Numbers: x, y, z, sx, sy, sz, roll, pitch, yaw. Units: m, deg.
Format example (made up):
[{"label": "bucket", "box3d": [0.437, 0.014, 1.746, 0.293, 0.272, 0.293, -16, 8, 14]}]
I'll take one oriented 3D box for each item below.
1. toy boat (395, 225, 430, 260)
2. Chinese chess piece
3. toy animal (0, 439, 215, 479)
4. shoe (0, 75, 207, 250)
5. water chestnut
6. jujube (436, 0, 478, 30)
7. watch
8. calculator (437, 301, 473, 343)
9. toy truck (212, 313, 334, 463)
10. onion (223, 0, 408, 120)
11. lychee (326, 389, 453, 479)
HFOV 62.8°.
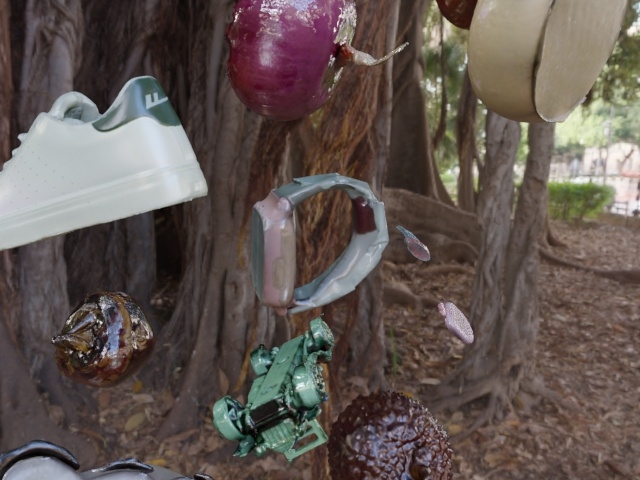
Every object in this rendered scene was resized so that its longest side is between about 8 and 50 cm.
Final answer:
[{"label": "toy boat", "box3d": [0.229, -0.002, 1.303, 0.096, 0.034, 0.122, 36, 18, -25]}, {"label": "Chinese chess piece", "box3d": [0.405, -0.375, 0.922, 0.338, 0.338, 0.140, -6, 30, -46]}, {"label": "toy animal", "box3d": [-0.202, 0.345, 0.500, 0.194, 0.357, 0.258, -25, 65, -42]}, {"label": "shoe", "box3d": [-0.316, -0.086, 0.620, 0.363, 0.160, 0.132, -11, 8, 19]}, {"label": "water chestnut", "box3d": [-0.500, 0.228, 1.197, 0.224, 0.223, 0.238, 6, -18, 27]}, {"label": "jujube", "box3d": [0.352, -0.584, 1.141, 0.190, 0.255, 0.190, 21, -26, 11]}, {"label": "watch", "box3d": [0.000, 0.000, 0.970, 0.241, 0.253, 0.162, -2, 18, -17]}, {"label": "calculator", "box3d": [0.381, 0.228, 1.469, 0.024, 0.166, 0.103, -30, 35, 30]}, {"label": "toy truck", "box3d": [-0.021, 0.124, 0.428, 0.080, 0.078, 0.154, -27, 4, 7]}, {"label": "onion", "box3d": [-0.045, -0.424, 1.160, 0.345, 0.358, 0.358, 50, 22, 10]}, {"label": "lychee", "box3d": [0.146, 0.447, 1.083, 0.264, 0.264, 0.300, -2, -3, -26]}]
